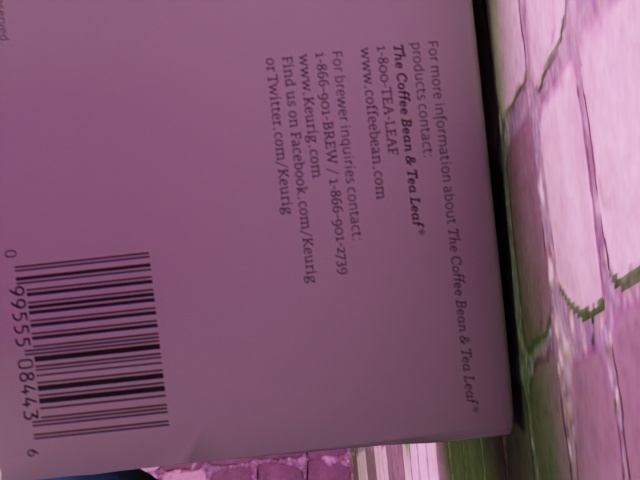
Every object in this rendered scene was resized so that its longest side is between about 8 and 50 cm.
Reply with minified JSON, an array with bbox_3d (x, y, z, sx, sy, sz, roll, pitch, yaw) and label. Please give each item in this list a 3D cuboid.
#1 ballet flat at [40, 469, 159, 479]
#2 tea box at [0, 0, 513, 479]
[{"bbox_3d":[-0.058,0.200,0.576,0.409,0.147,0.147,24,123,54],"label":"ballet flat"},{"bbox_3d":[-0.047,-0.078,0.753,0.323,0.220,0.329,-117,21,-88],"label":"tea box"}]
